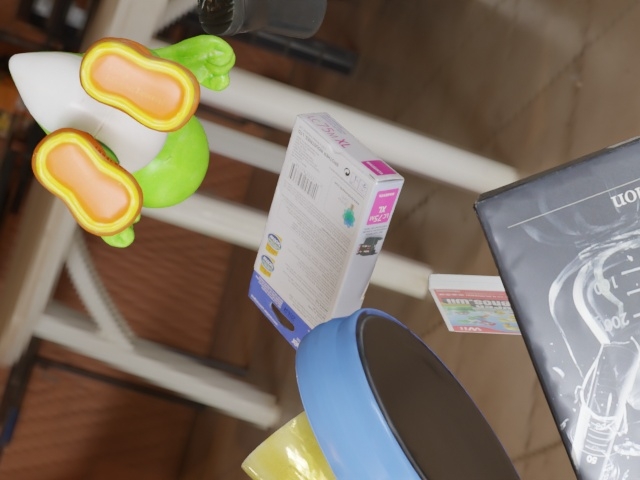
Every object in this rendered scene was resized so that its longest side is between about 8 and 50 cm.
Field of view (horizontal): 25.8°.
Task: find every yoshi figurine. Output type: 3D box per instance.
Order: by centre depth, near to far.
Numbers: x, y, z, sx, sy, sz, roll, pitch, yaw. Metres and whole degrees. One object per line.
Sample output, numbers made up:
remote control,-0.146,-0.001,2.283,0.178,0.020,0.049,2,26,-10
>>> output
yoshi figurine,-0.170,-0.097,1.328,0.362,0.204,0.203,-134,32,-78

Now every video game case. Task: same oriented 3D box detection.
video game case,0.289,0.105,2.209,0.285,0.204,0.025,55,-141,-69

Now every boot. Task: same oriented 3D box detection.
boot,-0.079,-0.398,1.910,0.094,0.207,0.246,4,101,38

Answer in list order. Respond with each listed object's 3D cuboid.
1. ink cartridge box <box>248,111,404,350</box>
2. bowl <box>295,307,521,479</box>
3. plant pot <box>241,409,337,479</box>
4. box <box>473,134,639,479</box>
ink cartridge box,0.000,0.000,1.943,0.186,0.065,0.311,44,127,38
bowl,0.122,0.244,1.575,0.077,0.391,0.391,-36,24,16
plant pot,-0.006,0.248,1.538,0.134,0.095,0.134,-35,-14,-10
box,0.336,0.051,1.116,0.179,0.343,0.312,-26,-85,-82
